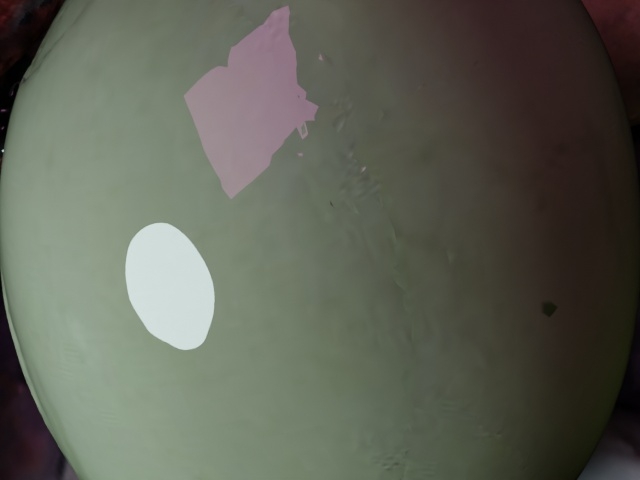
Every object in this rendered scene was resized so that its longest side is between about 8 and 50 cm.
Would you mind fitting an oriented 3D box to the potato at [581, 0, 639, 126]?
[{"bbox_3d":[0.103,-0.102,0.643,0.147,0.112,0.112,3,71,32],"label":"potato"}]

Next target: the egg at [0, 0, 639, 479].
[{"bbox_3d":[0.000,0.000,0.565,0.219,0.219,0.269,5,105,25],"label":"egg"}]

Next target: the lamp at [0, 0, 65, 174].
[{"bbox_3d":[-0.117,-0.099,0.697,0.215,0.151,0.223,-52,38,-1],"label":"lamp"}]
